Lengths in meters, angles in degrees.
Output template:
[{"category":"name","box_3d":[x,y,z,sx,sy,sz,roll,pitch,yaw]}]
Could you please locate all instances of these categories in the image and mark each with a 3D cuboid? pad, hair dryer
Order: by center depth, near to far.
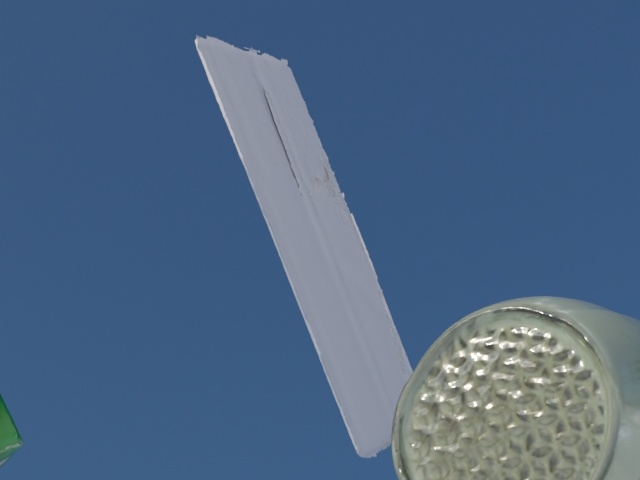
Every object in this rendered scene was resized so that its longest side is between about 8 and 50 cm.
[{"category":"hair dryer","box_3d":[0.115,0.137,0.442,0.075,0.237,0.206,-26,-25,23]},{"category":"pad","box_3d":[0.000,0.000,0.865,0.004,0.156,0.232,-24,-96,17]}]

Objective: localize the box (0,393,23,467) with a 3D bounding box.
[{"category":"box","box_3d":[-0.388,0.204,1.426,0.180,0.103,0.250,-21,-12,-40]}]
